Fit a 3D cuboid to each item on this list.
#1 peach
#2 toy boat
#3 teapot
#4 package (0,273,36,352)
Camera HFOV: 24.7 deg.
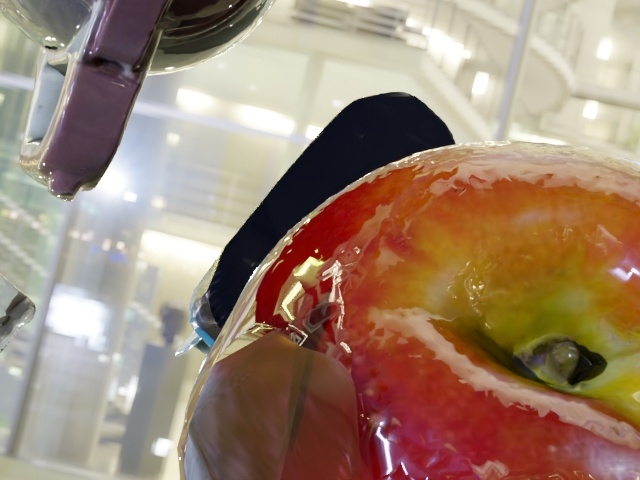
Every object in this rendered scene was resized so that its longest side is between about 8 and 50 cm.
[{"bbox_3d":[0.078,0.124,0.833,0.310,0.335,0.406,1,-29,-37],"label":"peach"},{"bbox_3d":[0.000,0.000,1.183,0.134,0.299,0.092,48,-35,-10],"label":"toy boat"},{"bbox_3d":[-0.140,-0.184,1.010,0.233,0.315,0.312,18,9,-17],"label":"teapot"},{"bbox_3d":[-0.150,0.001,0.562,0.015,0.037,0.110,5,-43,43],"label":"package"}]
